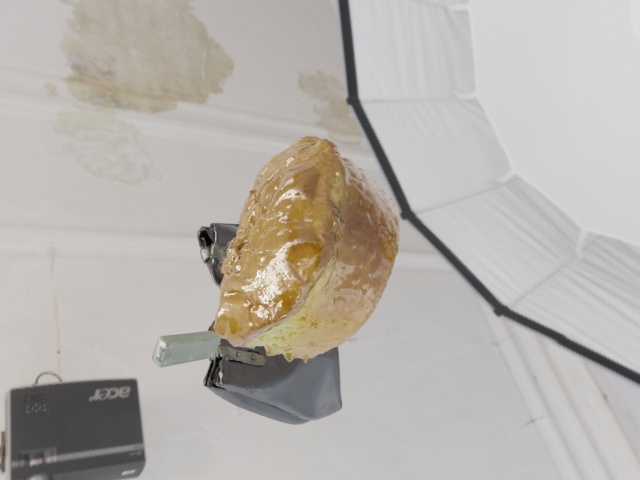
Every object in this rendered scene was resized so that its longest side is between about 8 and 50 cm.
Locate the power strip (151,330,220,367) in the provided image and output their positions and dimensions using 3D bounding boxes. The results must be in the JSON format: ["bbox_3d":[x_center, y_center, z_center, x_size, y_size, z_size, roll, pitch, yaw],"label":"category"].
[{"bbox_3d":[-0.127,0.104,0.566,0.017,0.027,0.083,31,-165,30],"label":"power strip"}]

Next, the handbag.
[{"bbox_3d":[-0.088,0.121,0.950,0.288,0.152,0.343,25,-128,-56],"label":"handbag"}]

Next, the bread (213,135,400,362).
[{"bbox_3d":[0.000,0.000,0.572,0.143,0.139,0.229,28,-120,-31],"label":"bread"}]
